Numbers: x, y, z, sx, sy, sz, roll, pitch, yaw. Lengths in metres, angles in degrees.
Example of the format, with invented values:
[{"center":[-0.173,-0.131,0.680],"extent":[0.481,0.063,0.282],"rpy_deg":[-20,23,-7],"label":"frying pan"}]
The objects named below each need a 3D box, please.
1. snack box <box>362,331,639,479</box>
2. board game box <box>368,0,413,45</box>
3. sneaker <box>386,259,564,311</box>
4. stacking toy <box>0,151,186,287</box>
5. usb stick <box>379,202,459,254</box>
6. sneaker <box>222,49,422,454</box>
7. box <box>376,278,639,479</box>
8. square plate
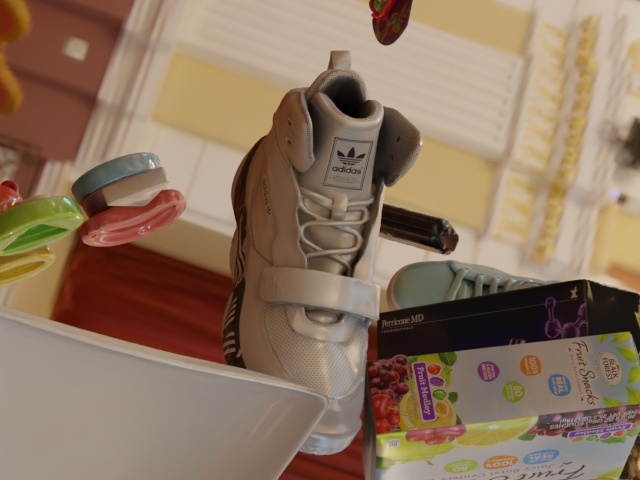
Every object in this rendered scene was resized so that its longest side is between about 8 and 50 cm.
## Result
[{"center":[0.139,0.151,1.107],"extent":[0.174,0.207,0.070],"rpy_deg":[90,-6,-57],"label":"snack box"},{"center":[0.090,-0.350,1.892],"extent":[0.133,0.033,0.168],"rpy_deg":[-156,-104,-69],"label":"board game box"},{"center":[0.265,0.088,1.856],"extent":[0.150,0.366,0.135],"rpy_deg":[86,22,-62],"label":"sneaker"},{"center":[-0.343,-0.063,1.877],"extent":[0.279,0.309,0.130],"rpy_deg":[123,-54,-72],"label":"stacking toy"},{"center":[0.071,-0.034,2.003],"extent":[0.077,0.278,0.045],"rpy_deg":[35,74,-54],"label":"usb stick"},{"center":[0.000,0.000,1.287],"extent":[0.210,0.137,0.365],"rpy_deg":[120,-27,-47],"label":"sneaker"},{"center":[0.180,0.149,1.368],"extent":[0.261,0.103,0.184],"rpy_deg":[-13,-112,44],"label":"box"},{"center":[-0.216,0.185,1.201],"extent":[0.049,0.344,0.347],"rpy_deg":[-94,-153,-47],"label":"square plate"}]
